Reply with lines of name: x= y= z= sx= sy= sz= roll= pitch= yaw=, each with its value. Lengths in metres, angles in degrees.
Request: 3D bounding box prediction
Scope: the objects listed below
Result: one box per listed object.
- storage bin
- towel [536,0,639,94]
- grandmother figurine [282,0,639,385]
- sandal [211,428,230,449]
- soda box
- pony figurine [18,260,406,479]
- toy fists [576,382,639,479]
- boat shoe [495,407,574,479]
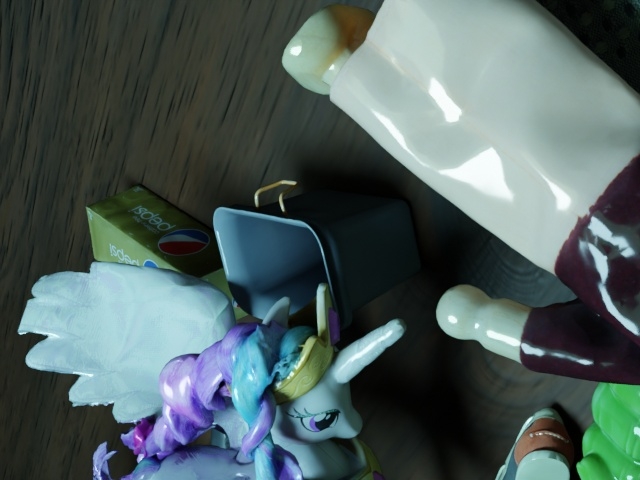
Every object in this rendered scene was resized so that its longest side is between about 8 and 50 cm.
storage bin: x=0.000 y=0.000 z=0.931 sx=0.135 sy=0.091 sz=0.098 roll=10 pitch=119 yaw=53
towel: x=0.124 y=-0.217 z=0.655 sx=0.312 sy=0.056 sz=0.324 roll=-29 pitch=83 yaw=56
grandmother figurine: x=0.141 y=-0.018 z=0.617 sx=0.342 sy=0.104 sz=0.208 roll=46 pitch=129 yaw=17
sandal: x=-0.054 y=0.201 z=1.139 sx=0.054 sy=0.097 sz=0.254 roll=31 pitch=135 yaw=43
soda box: x=-0.135 y=0.015 z=1.171 sx=0.181 sy=0.061 sz=0.058 roll=30 pitch=134 yaw=44
pony figurine: x=-0.073 y=0.170 z=0.909 sx=0.351 sy=0.303 sz=0.363 roll=-5 pitch=131 yaw=21
toy fists: x=0.215 y=0.172 z=0.719 sx=0.142 sy=0.096 sz=0.279 roll=13 pitch=122 yaw=53
boat shoe: x=0.138 y=0.168 z=0.884 sx=0.043 sy=0.049 sz=0.137 roll=-84 pitch=2 yaw=-45
